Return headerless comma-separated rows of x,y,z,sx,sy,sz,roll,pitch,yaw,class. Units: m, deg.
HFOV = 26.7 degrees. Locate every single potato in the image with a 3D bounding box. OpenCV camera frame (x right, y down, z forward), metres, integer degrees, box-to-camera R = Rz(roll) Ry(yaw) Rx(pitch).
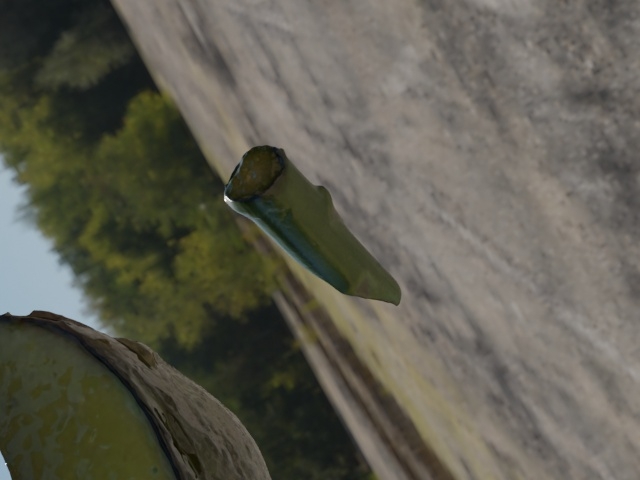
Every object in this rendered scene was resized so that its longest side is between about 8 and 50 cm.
-0.092,0.169,0.924,0.269,0.112,0.255,68,-165,14,potato

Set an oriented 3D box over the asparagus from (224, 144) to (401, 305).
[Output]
0.000,0.000,0.835,0.178,0.041,0.045,45,-127,-51,asparagus
